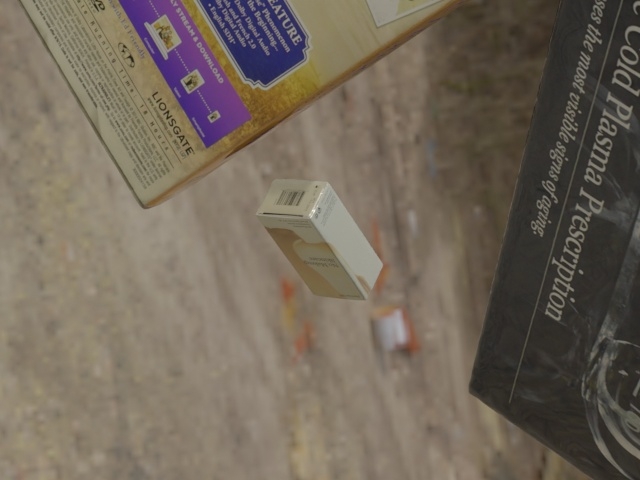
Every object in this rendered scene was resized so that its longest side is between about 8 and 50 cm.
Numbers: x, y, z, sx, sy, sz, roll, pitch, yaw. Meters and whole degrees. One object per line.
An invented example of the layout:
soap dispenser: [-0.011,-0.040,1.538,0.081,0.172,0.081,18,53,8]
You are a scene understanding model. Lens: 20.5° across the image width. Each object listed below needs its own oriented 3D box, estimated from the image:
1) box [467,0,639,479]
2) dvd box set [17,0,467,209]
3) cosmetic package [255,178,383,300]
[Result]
box: [0.261,0.005,0.799,0.179,0.312,0.343,-41,153,-33]
dvd box set: [-0.034,-0.251,1.149,0.308,0.420,0.062,58,29,1]
cosmetic package: [0.000,0.000,1.491,0.115,0.060,0.041,54,51,-41]
